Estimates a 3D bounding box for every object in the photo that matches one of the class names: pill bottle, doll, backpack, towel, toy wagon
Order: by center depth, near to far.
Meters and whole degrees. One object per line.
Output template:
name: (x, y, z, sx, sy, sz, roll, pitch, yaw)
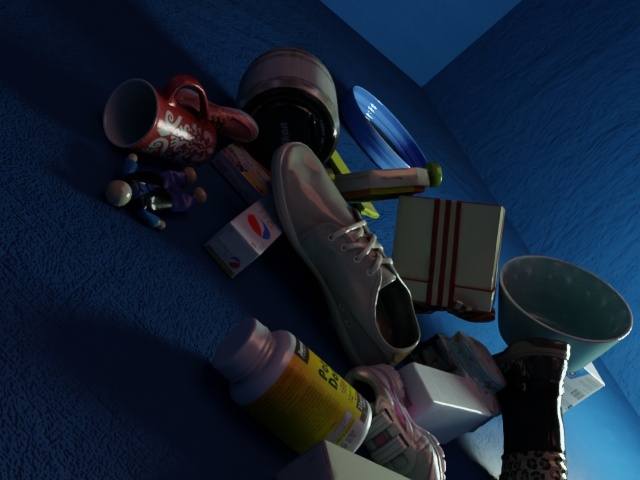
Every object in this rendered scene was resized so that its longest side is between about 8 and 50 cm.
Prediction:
pill bottle: (-0.040, 0.202, 1.015, 0.215, 0.117, 0.117, 44, 22, -18)
doll: (-0.257, -0.077, 1.144, 0.189, 0.046, 0.129, -16, 78, -61)
backpack: (0.290, 0.285, 1.522, 0.166, 0.144, 0.188, 33, 32, -51)
toy wagon: (0.099, -0.122, 1.696, 0.344, 0.267, 0.068, 170, -85, -72)
towel: (0.072, -0.158, 1.988, 0.237, 0.021, 0.102, 58, 17, 22)

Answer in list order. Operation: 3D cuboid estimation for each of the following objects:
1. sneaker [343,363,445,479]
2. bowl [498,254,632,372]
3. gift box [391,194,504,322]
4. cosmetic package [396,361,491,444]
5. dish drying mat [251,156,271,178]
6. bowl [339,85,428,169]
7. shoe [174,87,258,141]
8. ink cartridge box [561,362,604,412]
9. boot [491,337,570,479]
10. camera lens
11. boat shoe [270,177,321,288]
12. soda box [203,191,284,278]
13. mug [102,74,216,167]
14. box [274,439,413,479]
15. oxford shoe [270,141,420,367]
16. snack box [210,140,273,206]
sneaker: (0.099, 0.301, 1.179, 0.111, 0.103, 0.252, 21, 29, -45)
bowl: (0.539, 0.188, 1.751, 0.312, 0.163, 0.311, 11, 32, -7)
gift box: (0.263, 0.040, 1.639, 0.276, 0.255, 0.258, -3, 99, -70)
cosmetic package: (0.195, 0.294, 1.342, 0.231, 0.117, 0.085, 25, 34, -51)
dish drying mat: (-0.121, -0.133, 1.533, 0.083, 0.032, 0.008, 41, 14, -24)
bowl: (0.211, -0.336, 2.483, 0.391, 0.077, 0.391, 41, 23, -22)
shoe: (-0.206, -0.226, 1.438, 0.178, 0.063, 0.081, 25, 30, -9)
ink cartridge box: (0.577, 0.359, 1.887, 0.148, 0.203, 0.086, 38, 22, -31)
boot: (0.422, 0.381, 1.582, 0.138, 0.377, 0.284, 8, 66, -5)
camera lens: (-0.073, -0.276, 1.607, 0.219, 0.219, 0.274, 41, 23, -24)
boat shoe: (0.000, 0.000, 1.458, 0.112, 0.095, 0.335, -18, 87, -54)
soda box: (-0.118, -0.014, 1.288, 0.074, 0.069, 0.216, 49, 20, -4)
mug: (-0.241, -0.187, 1.235, 0.169, 0.150, 0.113, 21, 60, -60)
box: (0.071, 0.370, 0.995, 0.275, 0.094, 0.113, 35, 25, -34)
oxford shoe: (0.053, 0.023, 1.333, 0.169, 0.130, 0.449, -27, 93, -46)
snack box: (-0.141, -0.123, 1.466, 0.141, 0.037, 0.100, 48, 20, -7)
